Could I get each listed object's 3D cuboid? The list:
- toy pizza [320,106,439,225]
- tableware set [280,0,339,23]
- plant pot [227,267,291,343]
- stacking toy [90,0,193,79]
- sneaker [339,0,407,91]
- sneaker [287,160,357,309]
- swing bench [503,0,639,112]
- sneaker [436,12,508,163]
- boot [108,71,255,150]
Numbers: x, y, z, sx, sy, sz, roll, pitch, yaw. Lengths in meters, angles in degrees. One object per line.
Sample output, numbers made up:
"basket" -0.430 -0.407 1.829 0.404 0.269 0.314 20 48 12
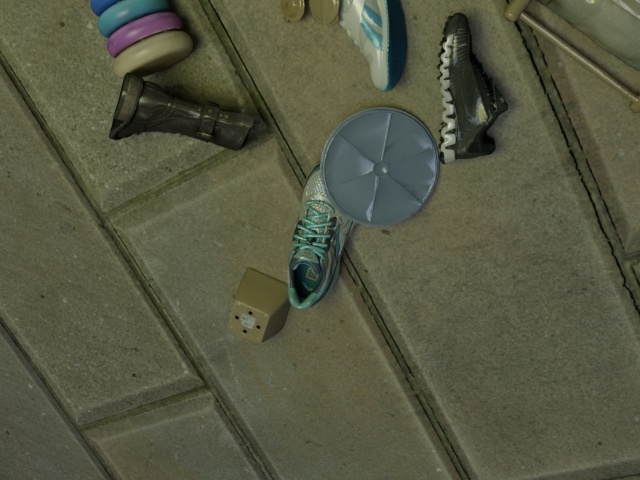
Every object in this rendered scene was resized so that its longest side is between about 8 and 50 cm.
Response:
"toy pizza" 0.098 -0.123 1.093 0.201 0.032 0.201 -2 107 -5
"tableware set" -0.025 -0.404 0.996 0.168 0.020 0.141 17 121 45
"plant pot" -0.125 0.137 1.275 0.109 0.096 0.109 23 120 7
"stacking toy" -0.340 -0.443 1.070 0.141 0.141 0.330 -20 99 25
"sneaker" 0.072 -0.342 1.000 0.092 0.087 0.229 -5 105 28
"sneaker" 0.000 0.000 1.154 0.110 0.122 0.283 14 117 13
"swing bench" 0.418 -0.329 0.845 0.253 0.165 0.255 37 114 0
"sneaker" 0.234 -0.230 1.000 0.106 0.078 0.234 2 118 14
"boot" -0.242 -0.200 1.140 0.229 0.263 0.091 15 84 -20
